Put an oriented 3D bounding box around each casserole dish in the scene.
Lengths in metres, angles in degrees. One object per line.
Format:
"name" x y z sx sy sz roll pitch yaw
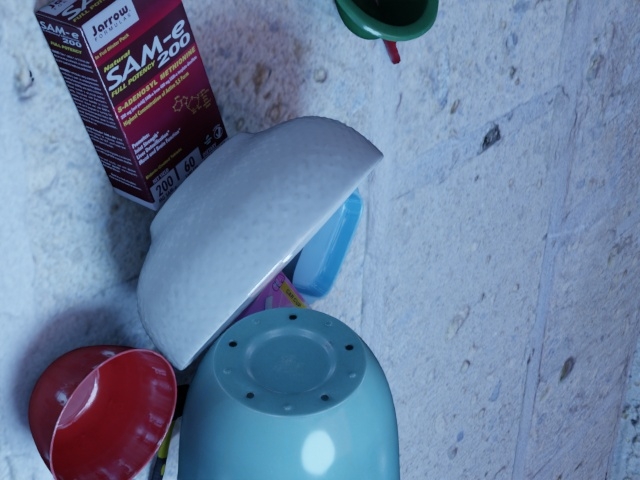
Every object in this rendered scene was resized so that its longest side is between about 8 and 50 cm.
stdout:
"casserole dish" 0.000 0.000 1.470 0.114 0.037 0.188 20 91 -56

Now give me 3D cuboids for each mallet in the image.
"mallet" -0.213 0.278 1.338 0.062 0.039 0.189 0 113 -56

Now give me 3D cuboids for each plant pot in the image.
"plant pot" -0.037 0.227 1.252 0.293 0.293 0.235 -37 143 -38

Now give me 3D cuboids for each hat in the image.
"hat" 0.044 -0.303 1.367 0.208 0.183 0.173 44 57 -11

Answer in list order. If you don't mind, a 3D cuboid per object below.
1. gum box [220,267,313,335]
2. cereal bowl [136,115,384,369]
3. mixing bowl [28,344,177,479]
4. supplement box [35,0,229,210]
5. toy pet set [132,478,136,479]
"gum box" -0.073 0.114 1.409 0.107 0.062 0.188 -57 145 -16
"cereal bowl" -0.090 -0.020 1.166 0.339 0.141 0.339 -46 178 -2
"mixing bowl" -0.261 0.188 1.156 0.181 0.098 0.181 -32 134 -41
"supplement box" -0.189 -0.165 1.074 0.130 0.073 0.239 -47 141 -28
"toy pet set" -0.256 0.368 1.298 0.122 0.065 0.114 -52 144 -21
